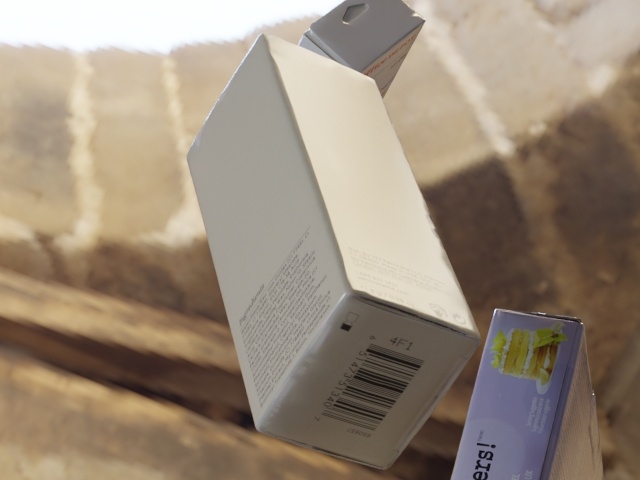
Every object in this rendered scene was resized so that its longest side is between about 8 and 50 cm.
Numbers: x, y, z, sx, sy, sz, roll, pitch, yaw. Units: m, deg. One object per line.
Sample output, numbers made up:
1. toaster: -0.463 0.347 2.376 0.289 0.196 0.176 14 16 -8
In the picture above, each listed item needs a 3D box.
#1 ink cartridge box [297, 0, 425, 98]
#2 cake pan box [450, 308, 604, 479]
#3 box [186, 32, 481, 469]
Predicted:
1. ink cartridge box: 0.014 -0.119 1.423 0.052 0.122 0.088 41 -127 11
2. cake pan box: 0.135 0.217 1.321 0.070 0.267 0.245 9 -121 18
3. box: 0.000 0.000 1.179 0.094 0.113 0.275 20 -149 -26
